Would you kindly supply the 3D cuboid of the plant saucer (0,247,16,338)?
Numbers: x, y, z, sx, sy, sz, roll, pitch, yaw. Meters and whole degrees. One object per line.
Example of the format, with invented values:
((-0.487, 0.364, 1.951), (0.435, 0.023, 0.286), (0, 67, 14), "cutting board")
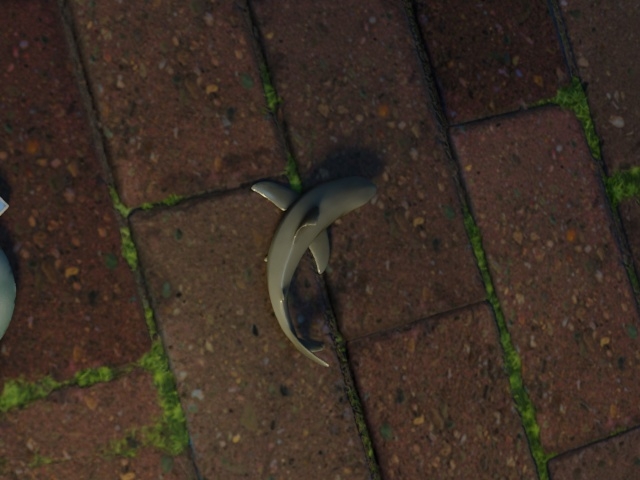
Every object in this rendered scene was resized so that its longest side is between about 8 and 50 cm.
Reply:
((-0.459, 0.063, 1.511), (0.194, 0.037, 0.195), (1, 86, -19), "plant saucer")

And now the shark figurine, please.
((-0.022, 0.015, 1.678), (0.166, 0.116, 0.278), (22, 72, -17), "shark figurine")

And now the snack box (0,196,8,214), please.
((-0.466, -0.082, 1.551), (0.178, 0.022, 0.064), (46, 69, -10), "snack box")
